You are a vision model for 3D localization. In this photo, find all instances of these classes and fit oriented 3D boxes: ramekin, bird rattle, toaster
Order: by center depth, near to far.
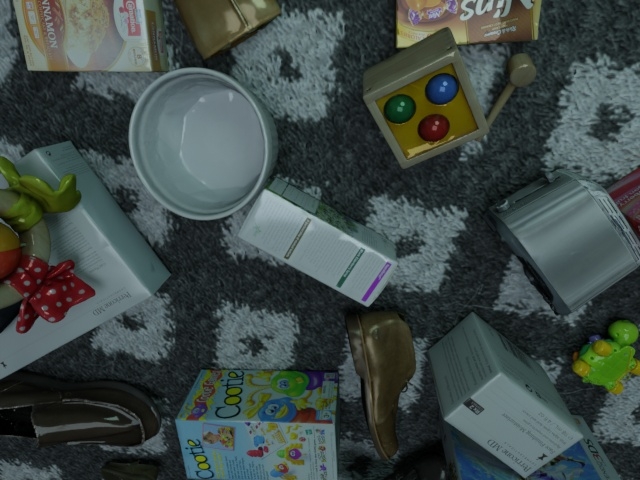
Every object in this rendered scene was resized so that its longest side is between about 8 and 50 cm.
[{"bbox_3d":[-0.438,0.015,0.631,0.143,0.207,0.253,15,103,18],"label":"bird rattle"},{"bbox_3d":[-0.159,-0.141,0.672,0.207,0.109,0.207,3,105,11],"label":"ramekin"},{"bbox_3d":[0.367,0.004,0.684,0.146,0.129,0.227,-37,103,15],"label":"toaster"}]

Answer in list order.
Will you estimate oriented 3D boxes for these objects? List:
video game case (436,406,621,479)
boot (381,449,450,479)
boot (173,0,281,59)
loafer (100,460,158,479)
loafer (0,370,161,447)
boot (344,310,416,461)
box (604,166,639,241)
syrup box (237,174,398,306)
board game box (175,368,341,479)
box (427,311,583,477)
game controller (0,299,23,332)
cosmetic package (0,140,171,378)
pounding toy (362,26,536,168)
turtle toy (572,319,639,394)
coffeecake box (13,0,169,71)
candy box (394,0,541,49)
[{"bbox_3d":[0.355,0.388,0.775,0.270,0.244,0.061,6,111,3],"label":"video game case"},{"bbox_3d":[0.110,0.492,0.863,0.229,0.091,0.263,21,119,-41],"label":"boot"},{"bbox_3d":[-0.124,-0.415,0.588,0.236,0.089,0.269,-21,109,24],"label":"boot"},{"bbox_3d":[-0.417,0.516,1.004,0.148,0.050,0.056,1,109,22],"label":"loafer"},{"bbox_3d":[-0.504,0.362,0.905,0.366,0.130,0.133,5,112,3],"label":"loafer"},{"bbox_3d":[0.126,0.268,0.829,0.115,0.112,0.305,-11,109,-2],"label":"boot"},{"bbox_3d":[0.577,-0.077,0.618,0.300,0.154,0.142,-37,104,18],"label":"box"},{"bbox_3d":[0.000,0.000,0.733,0.237,0.093,0.096,30,110,-7],"label":"syrup box"},{"bbox_3d":[-0.103,0.341,0.853,0.275,0.142,0.144,0,112,5],"label":"board game box"},{"bbox_3d":[0.293,0.248,0.758,0.181,0.182,0.119,37,110,-10],"label":"box"},{"bbox_3d":[-0.623,0.022,0.725,0.166,0.067,0.319,-45,102,4],"label":"game controller"},{"bbox_3d":[-0.503,0.047,0.797,0.377,0.097,0.284,-27,105,15],"label":"cosmetic package"},{"bbox_3d":[0.189,-0.182,0.617,0.206,0.094,0.181,-21,128,23],"label":"pounding toy"},{"bbox_3d":[0.492,0.194,0.780,0.095,0.066,0.130,30,111,-7],"label":"turtle toy"},{"bbox_3d":[-0.324,-0.316,0.650,0.186,0.068,0.142,2,111,4],"label":"coffeecake box"},{"bbox_3d":[0.194,-0.319,0.610,0.187,0.053,0.109,0,112,7],"label":"candy box"}]
